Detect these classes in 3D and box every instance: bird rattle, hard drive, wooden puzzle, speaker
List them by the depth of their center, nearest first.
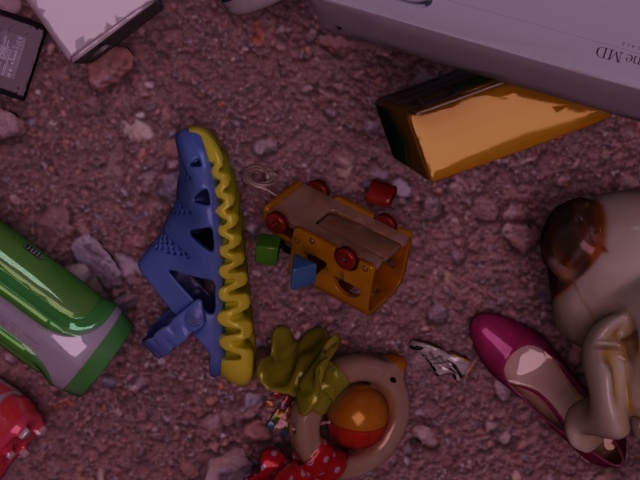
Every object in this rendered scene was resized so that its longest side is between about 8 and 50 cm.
[{"bbox_3d":[-0.371,0.055,1.424,0.296,0.131,0.131,38,94,-9],"label":"speaker"},{"bbox_3d":[-0.403,-0.232,1.432,0.135,0.022,0.094,19,97,-7],"label":"hard drive"},{"bbox_3d":[0.021,0.229,1.479,0.207,0.143,0.253,-6,100,-26],"label":"bird rattle"},{"bbox_3d":[-0.037,0.229,1.535,0.083,0.006,0.049,33,95,-8],"label":"wooden puzzle"}]

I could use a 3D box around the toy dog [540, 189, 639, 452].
[{"bbox_3d":[0.409,0.098,1.357,0.285,0.408,0.395,-8,123,-28],"label":"toy dog"}]

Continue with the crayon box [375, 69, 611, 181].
[{"bbox_3d":[0.184,-0.145,1.335,0.203,0.323,0.083,-20,99,-1],"label":"crayon box"}]

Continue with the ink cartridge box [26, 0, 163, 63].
[{"bbox_3d":[-0.299,-0.342,1.332,0.117,0.201,0.278,-34,99,2],"label":"ink cartridge box"}]

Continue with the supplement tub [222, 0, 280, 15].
[{"bbox_3d":[-0.083,-0.371,1.362,0.144,0.144,0.199,-27,108,0],"label":"supplement tub"}]

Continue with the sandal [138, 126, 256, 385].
[{"bbox_3d":[-0.154,0.024,1.442,0.138,0.126,0.317,-4,97,0],"label":"sandal"}]

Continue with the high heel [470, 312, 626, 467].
[{"bbox_3d":[0.282,0.186,1.496,0.082,0.117,0.244,-40,99,3],"label":"high heel"}]

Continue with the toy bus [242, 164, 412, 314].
[{"bbox_3d":[0.007,0.008,1.453,0.191,0.202,0.104,-1,129,-11],"label":"toy bus"}]

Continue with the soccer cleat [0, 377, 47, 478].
[{"bbox_3d":[-0.438,0.281,1.488,0.095,0.083,0.248,44,99,21],"label":"soccer cleat"}]

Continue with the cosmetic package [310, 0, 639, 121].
[{"bbox_3d":[0.214,-0.292,1.150,0.377,0.097,0.284,18,83,14],"label":"cosmetic package"}]

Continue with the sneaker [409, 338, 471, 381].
[{"bbox_3d":[0.147,0.152,1.524,0.083,0.032,0.037,23,96,-7],"label":"sneaker"}]
